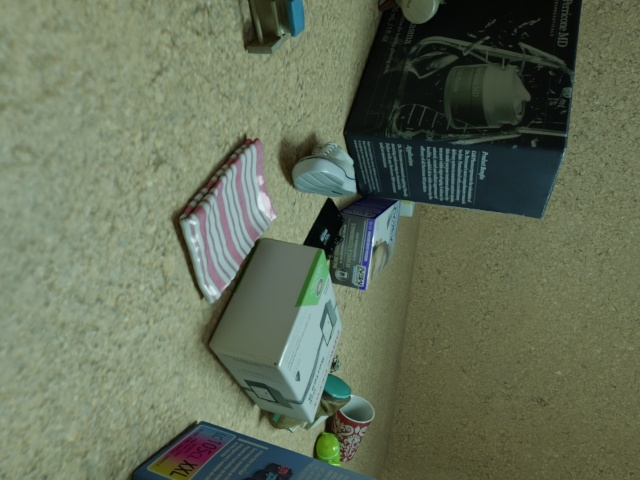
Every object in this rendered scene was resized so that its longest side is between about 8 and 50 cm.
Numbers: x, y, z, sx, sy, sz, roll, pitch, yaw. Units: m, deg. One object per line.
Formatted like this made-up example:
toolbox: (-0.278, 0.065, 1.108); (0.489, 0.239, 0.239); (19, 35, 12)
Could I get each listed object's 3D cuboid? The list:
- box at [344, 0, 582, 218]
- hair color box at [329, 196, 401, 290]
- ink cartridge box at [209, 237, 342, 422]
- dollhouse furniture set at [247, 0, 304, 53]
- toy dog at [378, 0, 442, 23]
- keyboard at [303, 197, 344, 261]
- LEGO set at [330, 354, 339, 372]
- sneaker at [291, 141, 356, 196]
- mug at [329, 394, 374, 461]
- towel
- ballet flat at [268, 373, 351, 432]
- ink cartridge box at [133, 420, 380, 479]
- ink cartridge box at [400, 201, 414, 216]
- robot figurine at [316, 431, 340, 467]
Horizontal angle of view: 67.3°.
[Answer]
box: (0.363, -0.350, 1.229); (0.297, 0.472, 0.479); (66, 38, -61)
hair color box: (0.130, -0.010, 1.301); (0.339, 0.110, 0.185); (-33, 131, -64)
ink cartridge box: (-0.055, 0.158, 0.803); (0.272, 0.115, 0.198); (75, 30, -53)
dollhouse furniture set: (-0.024, -0.345, 0.594); (0.128, 0.130, 0.183); (-63, 155, -43)
toy dog: (0.187, -0.666, 1.108); (0.220, 0.161, 0.333); (-29, 114, -58)
keyboard: (0.000, 0.000, 1.046); (0.100, 0.038, 0.192); (59, 40, -30)
LEGO set: (0.043, 0.353, 1.365); (0.083, 0.024, 0.054); (36, 65, -71)
sneaker: (0.006, -0.138, 0.904); (0.258, 0.094, 0.091); (4, 78, -77)
mug: (0.086, 0.558, 1.452); (0.150, 0.113, 0.169); (-59, 166, -69)
towel: (-0.116, -0.030, 0.651); (0.197, 0.029, 0.144); (-62, 155, -43)
ballet flat: (-0.027, 0.354, 1.040); (0.124, 0.116, 0.342); (-57, 159, -4)
ink cartridge box: (-0.025, 0.417, 0.575); (0.151, 0.396, 0.269); (-23, 121, -69)
ink cartridge box: (0.231, -0.179, 1.482); (0.176, 0.128, 0.128); (74, 31, -56)
robot figurine: (0.022, 0.596, 1.361); (0.101, 0.067, 0.115); (-102, -175, -51)
